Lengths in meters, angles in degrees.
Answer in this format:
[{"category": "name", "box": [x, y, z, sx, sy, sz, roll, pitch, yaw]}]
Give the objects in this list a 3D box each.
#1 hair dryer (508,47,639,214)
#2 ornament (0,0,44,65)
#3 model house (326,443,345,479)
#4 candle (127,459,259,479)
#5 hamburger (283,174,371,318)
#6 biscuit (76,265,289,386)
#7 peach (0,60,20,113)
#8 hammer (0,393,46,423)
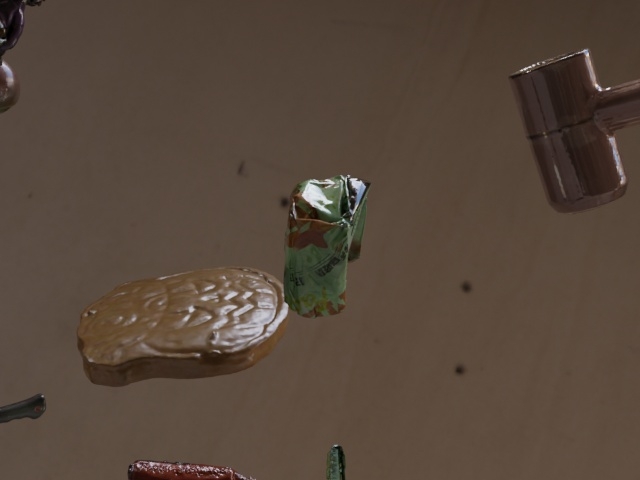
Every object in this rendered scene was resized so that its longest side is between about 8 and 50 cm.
[{"category": "hair dryer", "box": [0.394, -0.150, 1.118, 0.344, 0.107, 0.189, -12, -80, 42]}, {"category": "ornament", "box": [-0.381, -0.237, 1.075, 0.081, 0.203, 0.088, 22, -41, 15]}, {"category": "model house", "box": [-0.117, 0.229, 0.353, 0.313, 0.242, 0.357, -2, 5, 0]}, {"category": "candle", "box": [-0.147, 0.290, 1.157, 0.162, 0.053, 0.048, 5, -64, -6]}, {"category": "hamburger", "box": [0.002, -0.002, 1.516, 0.125, 0.235, 0.214, 10, -53, -5]}, {"category": "biscuit", "box": [-0.231, 0.127, 1.667, 0.365, 0.062, 0.385, -7, 20, -4]}, {"category": "peach", "box": [-0.418, -0.194, 1.218, 0.083, 0.083, 0.083, 17, -24, 8]}, {"category": "hammer", "box": [-0.580, 0.298, 1.545, 0.288, 0.111, 0.033, -12, 20, -27]}]
